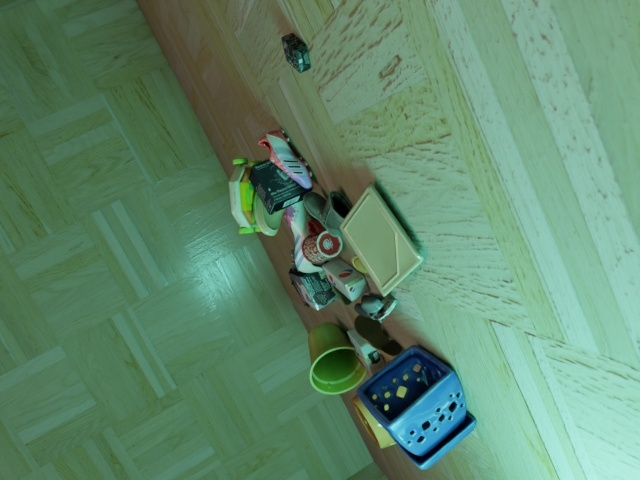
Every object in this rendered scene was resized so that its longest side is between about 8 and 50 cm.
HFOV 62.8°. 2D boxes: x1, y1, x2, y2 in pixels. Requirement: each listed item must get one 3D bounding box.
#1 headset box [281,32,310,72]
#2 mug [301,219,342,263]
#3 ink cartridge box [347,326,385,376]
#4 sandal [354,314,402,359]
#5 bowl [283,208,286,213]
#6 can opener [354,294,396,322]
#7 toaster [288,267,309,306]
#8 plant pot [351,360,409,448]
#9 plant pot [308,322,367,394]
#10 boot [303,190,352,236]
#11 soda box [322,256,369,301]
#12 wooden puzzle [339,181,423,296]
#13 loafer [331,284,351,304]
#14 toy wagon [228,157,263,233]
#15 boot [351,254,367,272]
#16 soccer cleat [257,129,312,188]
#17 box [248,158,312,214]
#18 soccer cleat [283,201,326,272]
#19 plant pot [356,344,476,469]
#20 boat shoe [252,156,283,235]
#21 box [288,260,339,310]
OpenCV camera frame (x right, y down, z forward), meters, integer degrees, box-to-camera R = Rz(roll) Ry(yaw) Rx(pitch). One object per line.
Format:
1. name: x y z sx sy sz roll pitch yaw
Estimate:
1. headset box: -0.060 -0.446 1.243 0.083 0.032 0.062 53 164 37
2. mug: -0.005 0.009 1.814 0.150 0.113 0.169 44 165 -7
3. ink cartridge box: 0.184 0.436 2.084 0.127 0.072 0.175 42 157 59
4. sandal: 0.198 0.355 1.822 0.240 0.088 0.079 39 149 49
5. bowl: -0.152 -0.189 2.120 0.142 0.053 0.142 61 168 7
6. can opener: 0.156 0.197 1.645 0.095 0.076 0.283 43 170 -8
7. toaster: -0.062 0.215 2.503 0.186 0.110 0.168 55 167 27
8. plant pot: 0.249 0.619 1.925 0.291 0.203 0.291 58 167 21
9. plant pot: 0.053 0.530 2.463 0.254 0.276 0.276 -118 6 -58
10. boot: 0.021 -0.101 1.571 0.189 0.076 0.208 45 172 9
11. soda box: 0.084 0.130 1.819 0.216 0.073 0.069 37 153 63
12. wooden puzzle: 0.146 0.001 1.281 0.221 0.044 0.239 58 153 16
13. loafer: 0.072 0.186 2.030 0.050 0.056 0.148 15 132 65
14. toy wagon: -0.234 -0.166 1.960 0.344 0.068 0.268 -12 -82 -67
15. boot: 0.156 0.077 1.432 0.152 0.073 0.197 50 166 27
16. soccer cleat: -0.112 -0.256 1.715 0.248 0.095 0.083 58 167 18
17. box: -0.137 -0.196 1.778 0.158 0.155 0.093 59 157 12
18. soccer cleat: -0.044 -0.034 1.951 0.143 0.116 0.332 4 115 25
19. plant pot: 0.274 0.468 1.460 0.212 0.236 0.236 57 169 -15
20. boat shoe: -0.166 -0.168 1.861 0.098 0.109 0.303 -21 59 46
21. box: -0.021 0.180 2.191 0.163 0.142 0.247 64 168 -8
